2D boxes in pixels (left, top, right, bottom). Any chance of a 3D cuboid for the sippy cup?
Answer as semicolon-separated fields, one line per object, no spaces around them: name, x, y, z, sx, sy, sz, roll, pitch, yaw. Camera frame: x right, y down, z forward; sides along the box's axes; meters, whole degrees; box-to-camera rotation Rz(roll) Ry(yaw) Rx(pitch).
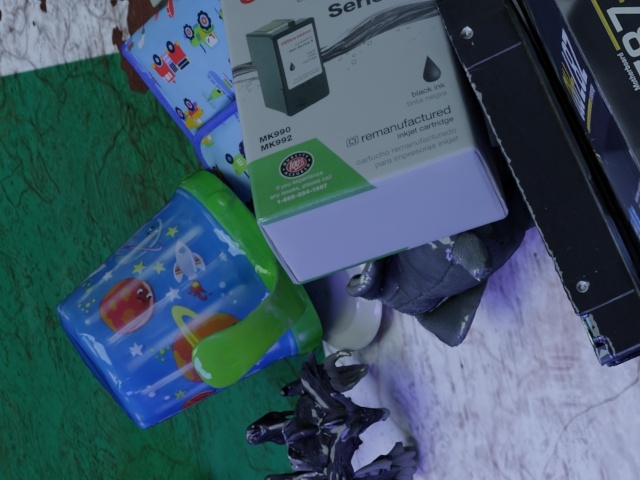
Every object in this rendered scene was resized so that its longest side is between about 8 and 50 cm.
sippy cup;-0.153;0.078;2.104;0.240;0.224;0.305;53;169;12

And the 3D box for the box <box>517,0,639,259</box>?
box;0.237;-0.147;1.542;0.318;0.097;0.395;63;-176;8

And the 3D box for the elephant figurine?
elephant figurine;0.105;0.022;1.897;0.169;0.186;0.239;49;131;19

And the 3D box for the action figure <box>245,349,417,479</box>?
action figure;0.017;0.202;2.086;0.164;0.141;0.276;69;157;8

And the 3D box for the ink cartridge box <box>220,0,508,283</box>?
ink cartridge box;0.033;-0.132;1.790;0.121;0.211;0.289;57;-163;-53

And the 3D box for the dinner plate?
dinner plate;0.013;0.054;2.100;0.141;0.017;0.141;21;119;45

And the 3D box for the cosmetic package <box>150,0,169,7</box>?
cosmetic package;-0.161;-0.426;2.086;0.160;0.113;0.309;-30;79;50

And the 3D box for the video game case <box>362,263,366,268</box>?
video game case;0.000;0.000;2.122;0.143;0.019;0.157;-39;72;49

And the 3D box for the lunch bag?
lunch bag;-0.050;-0.142;2.054;0.221;0.138;0.293;-33;84;52

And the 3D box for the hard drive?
hard drive;0.209;-0.054;1.704;0.064;0.237;0.339;-24;81;9
